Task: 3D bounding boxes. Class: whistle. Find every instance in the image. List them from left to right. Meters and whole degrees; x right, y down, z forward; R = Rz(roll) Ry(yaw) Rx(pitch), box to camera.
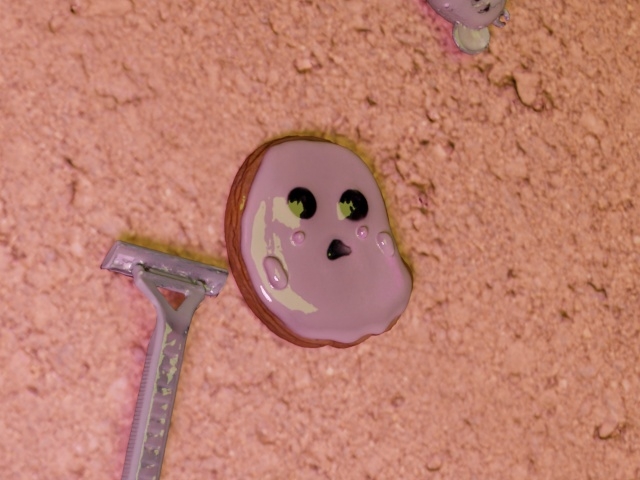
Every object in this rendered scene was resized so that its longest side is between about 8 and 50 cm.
[{"bbox_3d":[0.103,-0.291,1.583,0.236,0.077,0.114,36,75,-17],"label":"whistle"}]

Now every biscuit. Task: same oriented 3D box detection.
[{"bbox_3d":[0.000,0.000,1.466,0.181,0.049,0.208,-15,88,-34],"label":"biscuit"}]

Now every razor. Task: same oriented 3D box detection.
[{"bbox_3d":[-0.144,0.144,1.337,0.111,0.056,0.277,16,70,-29],"label":"razor"}]
